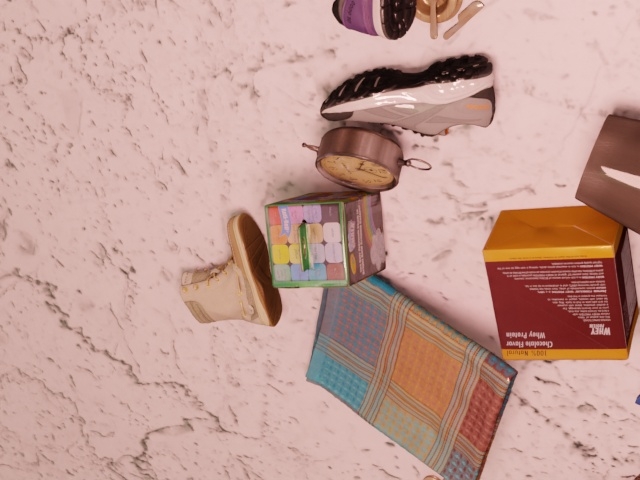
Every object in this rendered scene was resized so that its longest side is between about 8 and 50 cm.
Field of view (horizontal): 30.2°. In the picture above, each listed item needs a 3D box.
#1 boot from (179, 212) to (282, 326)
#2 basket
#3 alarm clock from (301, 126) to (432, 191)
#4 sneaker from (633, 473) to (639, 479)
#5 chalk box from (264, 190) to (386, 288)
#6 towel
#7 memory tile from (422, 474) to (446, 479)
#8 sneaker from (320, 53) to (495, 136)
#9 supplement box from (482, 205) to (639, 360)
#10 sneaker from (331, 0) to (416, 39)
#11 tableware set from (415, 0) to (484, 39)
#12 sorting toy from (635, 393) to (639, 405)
[{"bbox_3d":[-0.166,0.054,2.018,0.165,0.077,0.213,-1,121,25],"label":"boot"},{"bbox_3d":[0.480,-0.077,1.632,0.226,0.154,0.204,23,124,13],"label":"basket"},{"bbox_3d":[0.078,-0.123,1.789,0.192,0.064,0.129,9,160,25],"label":"alarm clock"},{"bbox_3d":[0.517,0.435,1.963,0.188,0.071,0.066,-30,104,34],"label":"sneaker"},{"bbox_3d":[0.000,0.000,1.814,0.132,0.213,0.132,-1,97,24],"label":"chalk box"},{"bbox_3d":[0.132,0.216,1.930,0.370,0.040,0.272,34,129,29],"label":"towel"},{"bbox_3d":[0.244,0.485,2.142,0.113,0.012,0.148,-1,119,23],"label":"memory tile"},{"bbox_3d":[0.126,-0.195,1.737,0.271,0.100,0.108,-3,123,24],"label":"sneaker"},{"bbox_3d":[0.361,0.064,1.772,0.191,0.129,0.194,-3,118,24],"label":"supplement box"},{"bbox_3d":[0.059,-0.422,1.627,0.124,0.107,0.283,18,116,34],"label":"sneaker"},{"bbox_3d":[0.190,-0.370,1.640,0.128,0.039,0.194,44,125,-7],"label":"tableware set"},{"bbox_3d":[0.651,0.280,1.783,0.347,0.047,0.196,16,158,23],"label":"sorting toy"}]
